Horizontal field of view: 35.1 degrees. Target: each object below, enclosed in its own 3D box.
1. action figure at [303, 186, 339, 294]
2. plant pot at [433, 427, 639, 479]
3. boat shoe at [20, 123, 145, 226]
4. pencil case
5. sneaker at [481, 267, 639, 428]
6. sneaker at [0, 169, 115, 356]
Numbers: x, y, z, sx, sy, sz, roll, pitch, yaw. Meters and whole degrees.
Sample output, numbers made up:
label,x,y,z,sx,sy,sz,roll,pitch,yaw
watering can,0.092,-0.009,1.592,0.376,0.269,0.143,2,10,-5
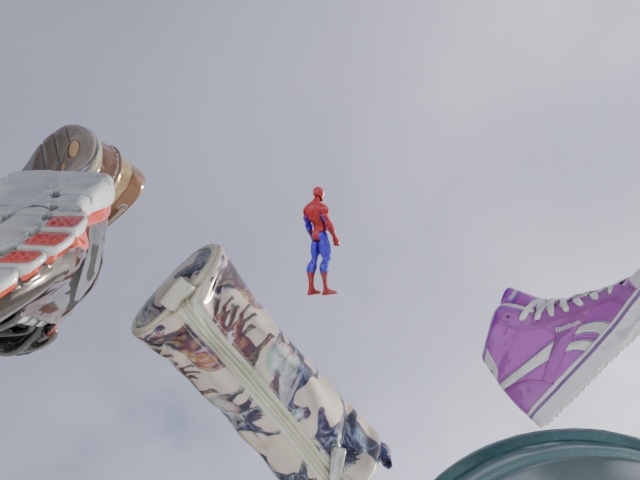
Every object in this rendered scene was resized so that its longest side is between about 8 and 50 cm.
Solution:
label,x,y,z,sx,sy,sz,roll,pitch,yaw
action figure,0.000,0.000,1.083,0.038,0.030,0.115,-1,-87,46
plant pot,0.185,0.279,0.617,0.341,0.341,0.334,-7,-13,4
boat shoe,-0.329,-0.013,1.188,0.324,0.123,0.116,-28,-38,37
pencil case,-0.080,0.193,1.358,0.160,0.183,0.410,-43,-71,-12
sneaker,0.311,0.091,1.272,0.282,0.161,0.102,-51,-23,23
sneaker,-0.109,0.018,0.373,0.061,0.158,0.064,4,-74,7
